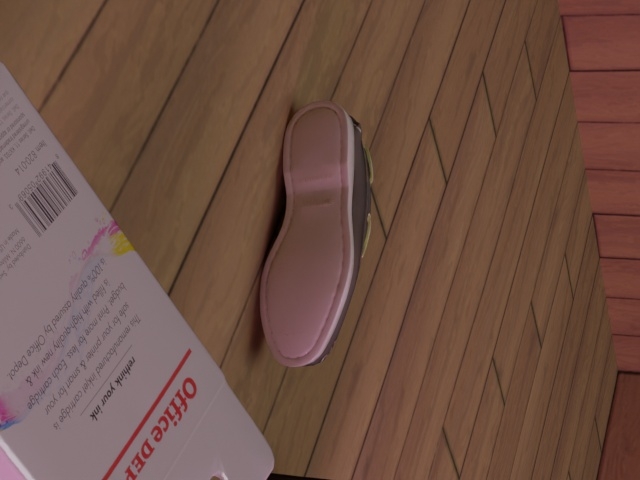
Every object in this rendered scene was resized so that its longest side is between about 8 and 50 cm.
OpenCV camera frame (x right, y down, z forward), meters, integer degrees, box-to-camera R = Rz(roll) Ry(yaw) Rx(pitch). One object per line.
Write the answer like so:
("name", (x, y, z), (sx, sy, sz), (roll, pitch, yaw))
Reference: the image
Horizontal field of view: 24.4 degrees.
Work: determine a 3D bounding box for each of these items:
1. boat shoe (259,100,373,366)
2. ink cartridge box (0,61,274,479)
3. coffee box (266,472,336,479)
("boat shoe", (0.004, 0.000, 1.644), (0.091, 0.109, 0.305), (38, 54, -58))
("ink cartridge box", (-0.195, 0.088, 0.974), (0.353, 0.119, 0.207), (57, 35, -19))
("coffee box", (-0.016, 0.406, 1.567), (0.119, 0.168, 0.297), (45, 51, -62))
